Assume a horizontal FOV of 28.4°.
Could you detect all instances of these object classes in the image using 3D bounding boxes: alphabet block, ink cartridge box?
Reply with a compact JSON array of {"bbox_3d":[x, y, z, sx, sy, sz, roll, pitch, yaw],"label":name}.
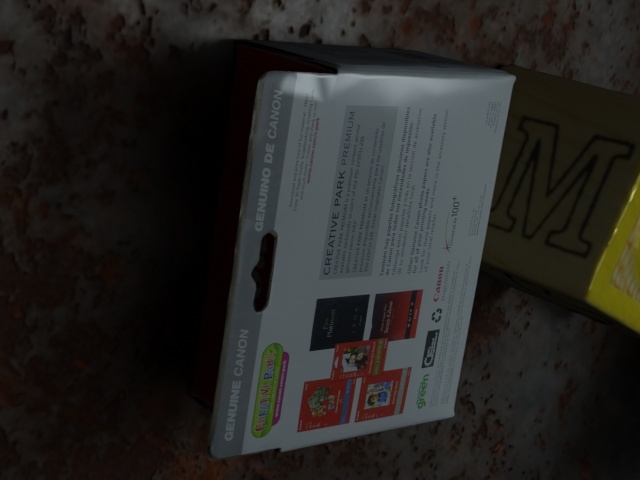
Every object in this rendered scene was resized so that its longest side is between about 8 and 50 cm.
[{"bbox_3d":[0.255,-0.034,1.212,0.192,0.197,0.193,25,89,-46],"label":"alphabet block"},{"bbox_3d":[0.000,0.000,1.028,0.272,0.130,0.309,-4,109,-42],"label":"ink cartridge box"}]
